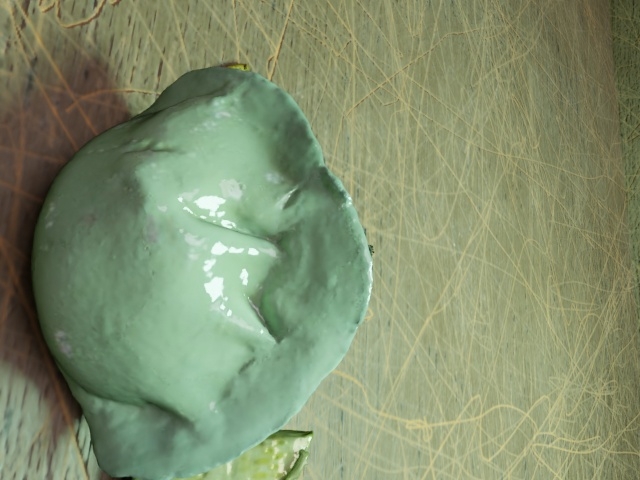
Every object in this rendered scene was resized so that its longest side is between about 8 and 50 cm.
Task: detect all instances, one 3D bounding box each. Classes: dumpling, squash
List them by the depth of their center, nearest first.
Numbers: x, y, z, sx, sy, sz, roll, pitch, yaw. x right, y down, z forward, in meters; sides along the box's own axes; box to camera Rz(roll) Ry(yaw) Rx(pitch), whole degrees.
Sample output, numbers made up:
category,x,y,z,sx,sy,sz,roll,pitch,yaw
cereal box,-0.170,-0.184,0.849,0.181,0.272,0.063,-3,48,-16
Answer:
category,x,y,z,sx,sy,sz,roll,pitch,yaw
dumpling,-0.113,0.010,0.526,0.269,0.212,0.321,-13,106,-12
squash,-0.098,0.307,0.534,0.169,0.093,0.252,5,74,-7

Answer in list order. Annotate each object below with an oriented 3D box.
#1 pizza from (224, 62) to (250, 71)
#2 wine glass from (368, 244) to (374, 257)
category,x,y,z,sx,sy,sz,roll,pitch,yaw
pizza,-0.097,-0.179,0.700,0.078,0.025,0.083,55,46,-21
wine glass,0.000,0.000,0.737,0.155,0.072,0.072,36,57,-37
